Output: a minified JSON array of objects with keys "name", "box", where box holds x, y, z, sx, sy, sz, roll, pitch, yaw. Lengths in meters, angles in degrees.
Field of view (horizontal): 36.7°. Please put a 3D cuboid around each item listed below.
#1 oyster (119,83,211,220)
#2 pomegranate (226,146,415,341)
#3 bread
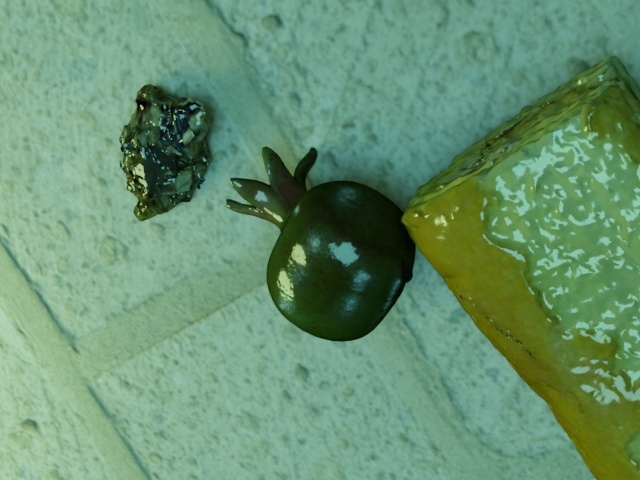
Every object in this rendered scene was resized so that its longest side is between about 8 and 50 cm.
[{"name":"oyster","box":[-0.163,-0.080,0.969,0.103,0.051,0.148,20,124,17]},{"name":"pomegranate","box":[0.000,0.000,0.916,0.191,0.131,0.152,41,123,25]},{"name":"bread","box":[0.262,0.060,0.827,0.236,0.165,0.375,-37,97,27]}]
